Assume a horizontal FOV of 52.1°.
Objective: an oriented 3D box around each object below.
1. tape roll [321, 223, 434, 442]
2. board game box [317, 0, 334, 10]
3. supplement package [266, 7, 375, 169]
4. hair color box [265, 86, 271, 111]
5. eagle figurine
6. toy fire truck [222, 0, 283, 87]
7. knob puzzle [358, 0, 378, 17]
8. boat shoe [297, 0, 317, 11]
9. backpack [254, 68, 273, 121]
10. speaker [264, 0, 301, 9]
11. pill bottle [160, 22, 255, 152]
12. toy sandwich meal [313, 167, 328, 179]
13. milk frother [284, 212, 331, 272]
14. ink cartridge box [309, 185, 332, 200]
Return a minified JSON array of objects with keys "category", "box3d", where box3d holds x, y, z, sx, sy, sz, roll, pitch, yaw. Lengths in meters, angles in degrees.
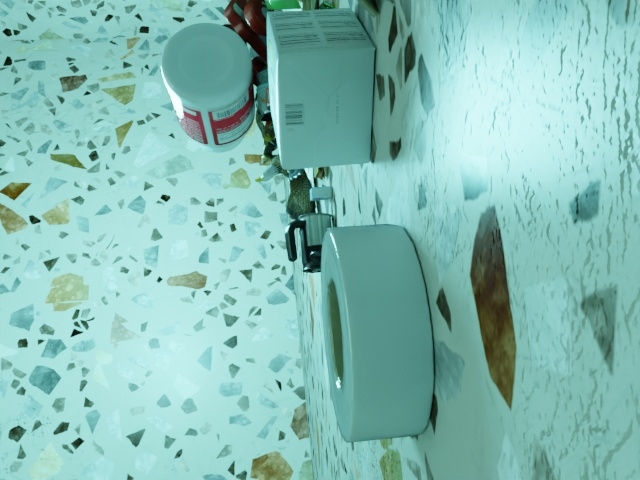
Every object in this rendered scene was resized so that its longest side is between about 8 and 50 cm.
[{"category":"tape roll","box3d":[0.066,0.121,0.882,0.286,0.100,0.286,176,90,-85]},{"category":"board game box","box3d":[-0.026,-0.443,1.454,0.260,0.030,0.136,-125,57,-78]},{"category":"supplement package","box3d":[-0.005,-0.253,1.071,0.203,0.149,0.194,-104,11,-53]},{"category":"hair color box","box3d":[-0.060,-0.342,1.573,0.072,0.141,0.043,136,130,-83]},{"category":"eagle figurine","box3d":[-0.084,-0.212,1.900,0.298,0.225,0.226,43,-170,37]},{"category":"toy fire truck","box3d":[-0.145,-0.598,1.888,0.169,0.302,0.254,-26,34,38]},{"category":"knob puzzle","box3d":[0.003,-0.413,0.892,0.213,0.030,0.213,39,-143,-37]},{"category":"boat shoe","box3d":[-0.044,-0.605,1.570,0.068,0.072,0.190,-104,12,-59]},{"category":"backpack","box3d":[-0.095,-0.393,1.746,0.188,0.165,0.145,-122,21,-77]},{"category":"speaker","box3d":[-0.094,-0.758,1.701,0.131,0.131,0.297,-110,17,-69]},{"category":"pill bottle","box3d":[-0.297,-0.397,1.811,0.408,0.228,0.229,107,158,-76]},{"category":"toy sandwich meal","box3d":[0.000,-0.192,1.632,0.085,0.029,0.086,176,90,-84]},{"category":"milk frother","box3d":[0.000,0.000,1.544,0.143,0.129,0.135,-14,77,40]},{"category":"ink cartridge box","box3d":[0.000,-0.114,1.595,0.083,0.048,0.028,170,96,-84]}]
